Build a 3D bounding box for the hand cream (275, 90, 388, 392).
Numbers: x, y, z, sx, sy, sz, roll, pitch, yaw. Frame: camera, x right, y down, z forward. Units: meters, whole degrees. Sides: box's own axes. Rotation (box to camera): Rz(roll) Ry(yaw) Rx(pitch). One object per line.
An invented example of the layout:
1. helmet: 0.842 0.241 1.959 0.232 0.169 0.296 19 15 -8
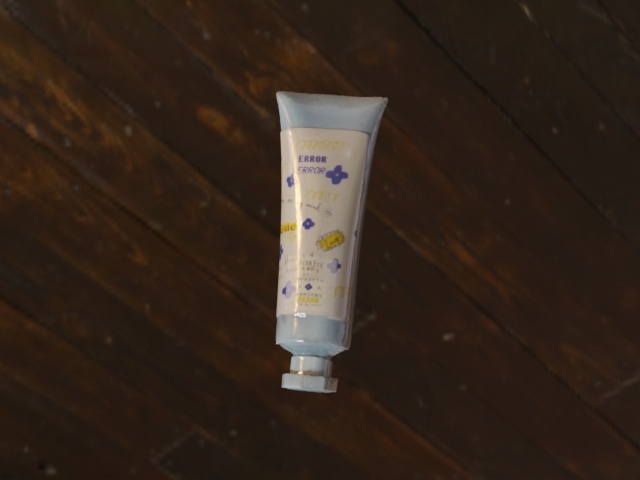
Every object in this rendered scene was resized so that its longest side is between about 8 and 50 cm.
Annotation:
1. hand cream: 0.000 0.000 0.796 0.065 0.171 0.043 4 174 2
